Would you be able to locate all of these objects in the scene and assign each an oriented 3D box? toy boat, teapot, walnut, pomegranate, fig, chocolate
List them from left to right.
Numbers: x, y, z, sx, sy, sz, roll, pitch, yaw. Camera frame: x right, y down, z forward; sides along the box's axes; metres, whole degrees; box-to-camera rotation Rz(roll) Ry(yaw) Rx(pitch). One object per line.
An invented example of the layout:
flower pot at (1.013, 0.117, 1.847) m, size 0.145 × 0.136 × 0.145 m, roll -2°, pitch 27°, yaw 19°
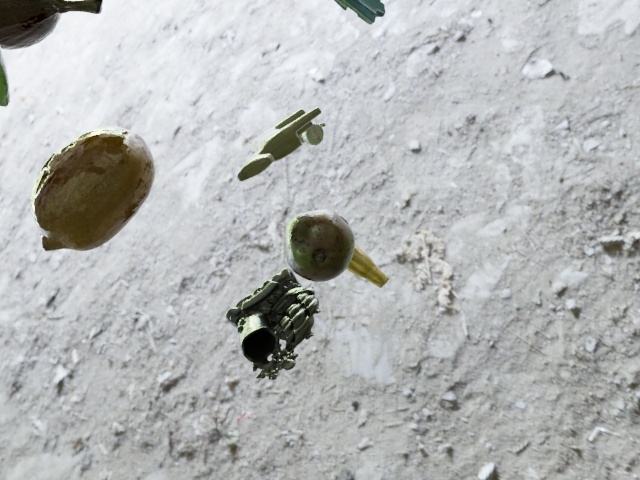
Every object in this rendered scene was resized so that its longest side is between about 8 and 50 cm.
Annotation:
fig at (-0.555, -0.472, 1.225) m, size 0.321 × 0.217 × 0.217 m, roll 10°, pitch 71°, yaw 21°
walnut at (-0.462, -0.100, 1.281) m, size 0.298 × 0.203 × 0.203 m, roll -49°, pitch 43°, yaw -5°
teapot at (-0.026, -0.306, 1.810) m, size 0.064 × 0.064 × 0.083 m, roll 10°, pitch 46°, yaw 47°
pomegranate at (0.000, 0.000, 1.386) m, size 0.159 × 0.159 × 0.205 m, roll -35°, pitch 10°, yaw 21°
toy boat at (0.070, -0.648, 1.687) m, size 0.102 × 0.215 × 0.088 m, roll -8°, pitch 61°, yaw 49°
chocolate at (0.090, 0.053, 1.745) m, size 0.219 × 0.085 × 0.085 m, roll 39°, pitch 94°, yaw 11°

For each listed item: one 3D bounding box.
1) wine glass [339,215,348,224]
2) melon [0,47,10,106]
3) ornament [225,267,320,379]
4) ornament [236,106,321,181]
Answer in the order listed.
wine glass at (0.021, 0.004, 2.088) m, size 0.066 × 0.066 × 0.198 m, roll -2°, pitch 41°, yaw 40°
melon at (-0.510, -0.272, 0.627) m, size 0.226 × 0.331 × 0.343 m, roll -48°, pitch 65°, yaw 3°
ornament at (-0.100, 0.213, 1.607) m, size 0.251 × 0.106 × 0.260 m, roll -39°, pitch 34°, yaw -7°
ornament at (-0.099, -0.213, 1.435) m, size 0.245 × 0.061 × 0.230 m, roll -38°, pitch 17°, yaw -9°
